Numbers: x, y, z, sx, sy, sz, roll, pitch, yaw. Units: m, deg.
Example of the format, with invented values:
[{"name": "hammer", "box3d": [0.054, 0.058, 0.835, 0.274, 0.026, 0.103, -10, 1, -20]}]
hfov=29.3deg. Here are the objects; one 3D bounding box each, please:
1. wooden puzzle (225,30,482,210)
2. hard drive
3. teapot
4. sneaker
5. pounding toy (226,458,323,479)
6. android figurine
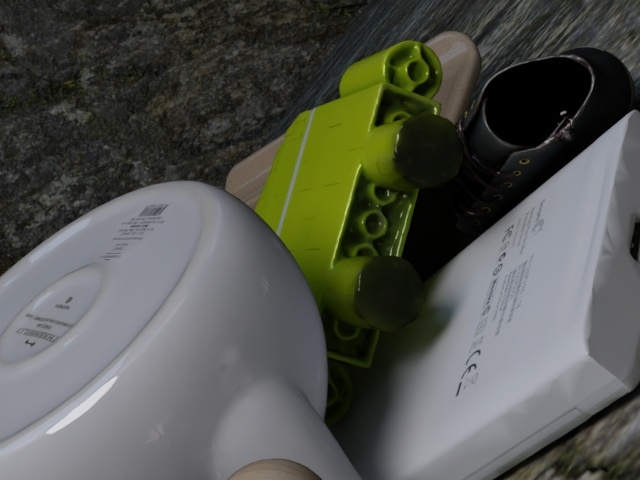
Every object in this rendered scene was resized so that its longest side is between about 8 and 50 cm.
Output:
[{"name": "wooden puzzle", "box3d": [0.000, 0.000, 1.061, 0.322, 0.080, 0.348, -30, 26, 33]}, {"name": "hard drive", "box3d": [0.071, 0.076, 0.704, 0.307, 0.040, 0.203, -44, 13, 41]}, {"name": "teapot", "box3d": [-0.092, 0.104, 0.668, 0.252, 0.187, 0.256, -30, 28, 13]}, {"name": "sneaker", "box3d": [0.091, -0.044, 0.769, 0.222, 0.083, 0.118, -44, -14, 20]}, {"name": "pounding toy", "box3d": [-0.046, 0.221, 0.502, 0.183, 0.110, 0.237, -16, 66, 23]}, {"name": "android figurine", "box3d": [0.008, -0.006, 0.794, 0.273, 0.056, 0.248, 169, 117, -71]}]
